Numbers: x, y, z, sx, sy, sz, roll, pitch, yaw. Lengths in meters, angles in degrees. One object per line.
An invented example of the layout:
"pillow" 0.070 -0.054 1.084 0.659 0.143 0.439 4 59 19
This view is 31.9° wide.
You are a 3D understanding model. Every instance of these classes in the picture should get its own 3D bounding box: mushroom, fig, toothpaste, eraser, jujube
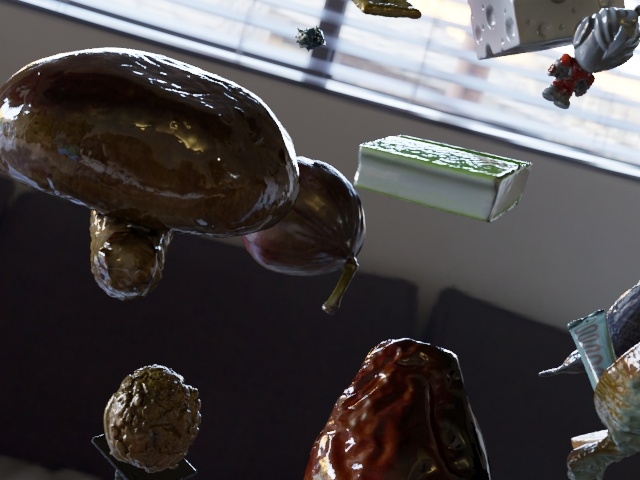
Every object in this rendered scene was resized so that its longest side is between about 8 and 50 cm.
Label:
"mushroom" -0.189 -0.106 1.258 0.345 0.239 0.345 38 19 -16
"fig" 0.003 -0.017 1.730 0.249 0.186 0.203 31 12 34
"toothpaste" 0.381 0.183 1.496 0.056 0.205 0.036 -26 -45 19
"eraser" 0.224 -0.119 2.019 0.274 0.092 0.210 14 18 25
"jujube" 0.071 0.197 0.974 0.168 0.236 0.168 8 -27 4

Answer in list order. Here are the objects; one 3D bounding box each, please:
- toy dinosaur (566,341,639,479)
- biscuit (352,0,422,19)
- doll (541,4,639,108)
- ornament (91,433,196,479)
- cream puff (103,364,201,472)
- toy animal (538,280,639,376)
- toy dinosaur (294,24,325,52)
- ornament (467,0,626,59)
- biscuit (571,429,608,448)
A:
"toy dinosaur" 0.345 0.104 0.924 0.205 0.393 0.092 11 43 1
"biscuit" 0.086 -0.314 1.491 0.083 0.018 0.081 3 27 -14
"doll" 0.373 -0.254 1.520 0.094 0.180 0.079 33 24 -22
"ornament" -0.364 0.483 2.141 0.166 0.196 0.153 41 29 25
"cream puff" -0.253 0.277 1.723 0.150 0.165 0.115 -20 12 -30
"toy animal" 0.533 0.125 1.834 0.206 0.367 0.081 2 50 -27
"toy dinosaur" -0.020 -0.359 1.996 0.047 0.030 0.083 -15 -9 12
"ornament" 0.449 -0.514 2.274 0.239 0.240 0.240 -11 4 -12
"biscuit" 0.543 0.321 1.839 0.280 0.043 0.183 -20 -11 32
